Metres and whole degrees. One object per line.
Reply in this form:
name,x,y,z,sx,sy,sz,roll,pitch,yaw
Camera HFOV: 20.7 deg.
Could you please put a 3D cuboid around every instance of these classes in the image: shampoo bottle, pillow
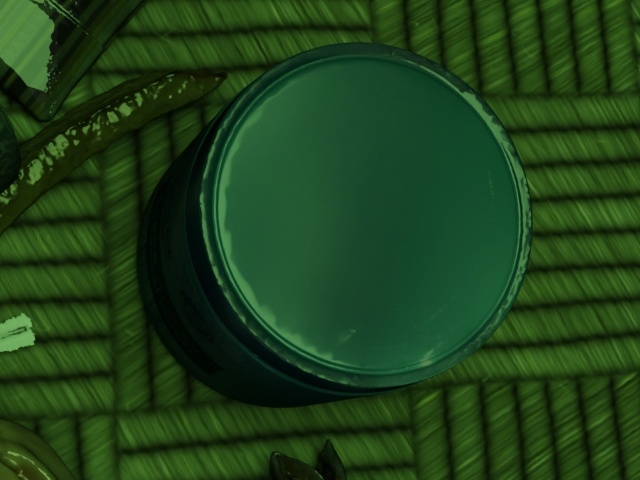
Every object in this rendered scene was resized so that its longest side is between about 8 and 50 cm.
shampoo bottle,0.000,0.000,1.782,0.331,0.343,0.331,3,81,-16
pillow,-0.314,-0.267,1.884,0.212,0.052,0.208,38,76,-6

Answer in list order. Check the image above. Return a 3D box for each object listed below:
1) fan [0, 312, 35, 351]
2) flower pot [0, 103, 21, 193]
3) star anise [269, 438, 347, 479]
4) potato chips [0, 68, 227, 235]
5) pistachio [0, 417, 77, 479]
fan,-0.492,0.152,1.781,0.415,0.012,0.233,-14,88,-16
flower pot,-0.464,-0.082,1.679,0.283,0.299,0.299,-38,93,-23
star anise,0.010,0.326,1.874,0.212,0.073,0.197,33,70,-6
potato chips,-0.274,-0.084,1.864,0.407,0.057,0.080,-40,107,-19
pistachio,-0.310,0.310,1.736,0.187,0.187,0.299,-30,96,-19
